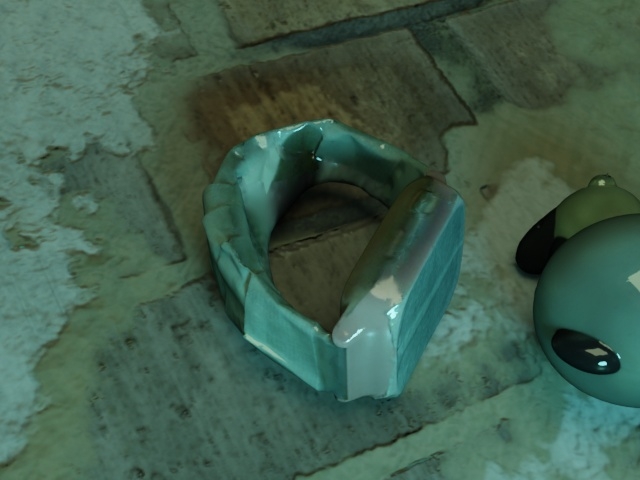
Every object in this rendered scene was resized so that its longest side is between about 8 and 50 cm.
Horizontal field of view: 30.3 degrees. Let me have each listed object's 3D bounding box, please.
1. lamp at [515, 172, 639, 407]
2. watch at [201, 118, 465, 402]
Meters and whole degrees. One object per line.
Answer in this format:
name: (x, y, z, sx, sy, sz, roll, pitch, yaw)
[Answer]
lamp: (0.285, 0.046, 1.091, 0.197, 0.198, 0.244, 0, 29, -9)
watch: (0.000, 0.000, 1.098, 0.241, 0.162, 0.253, 20, 51, 17)
